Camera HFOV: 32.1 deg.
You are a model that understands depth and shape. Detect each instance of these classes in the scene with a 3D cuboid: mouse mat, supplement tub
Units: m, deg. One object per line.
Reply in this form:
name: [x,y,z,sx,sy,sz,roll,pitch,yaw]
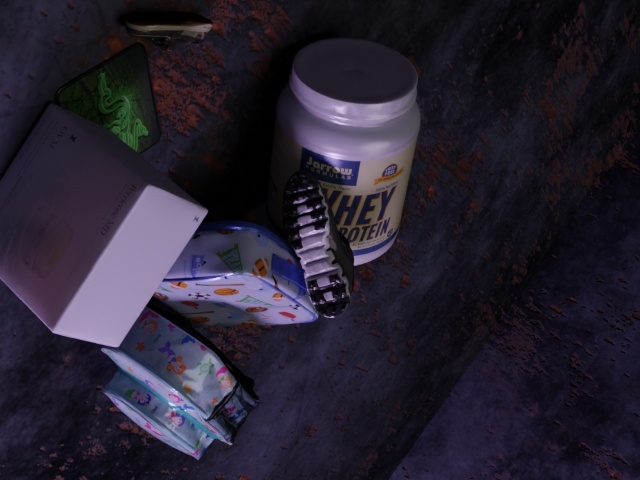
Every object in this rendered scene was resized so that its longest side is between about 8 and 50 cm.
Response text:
mouse mat: [-0.293,-0.172,1.560,0.153,0.007,0.189,-38,148,-27]
supplement tub: [0.036,-0.144,1.837,0.235,0.235,0.324,-30,143,-37]

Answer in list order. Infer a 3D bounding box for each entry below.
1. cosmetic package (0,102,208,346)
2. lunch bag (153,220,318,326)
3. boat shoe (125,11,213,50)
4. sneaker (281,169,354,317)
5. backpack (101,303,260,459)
cosmetic package: [-0.311,-0.019,1.462,0.224,0.225,0.138,-56,150,6]
lunch bag: [-0.134,0.058,1.794,0.303,0.243,0.114,36,52,-60]
boat shoe: [-0.206,-0.282,1.520,0.152,0.056,0.049,-13,126,-50]
sneaker: [0.000,0.000,1.755,0.106,0.078,0.234,-36,110,-71]
backpack: [-0.242,0.225,1.832,0.191,0.225,0.253,-50,147,-19]
